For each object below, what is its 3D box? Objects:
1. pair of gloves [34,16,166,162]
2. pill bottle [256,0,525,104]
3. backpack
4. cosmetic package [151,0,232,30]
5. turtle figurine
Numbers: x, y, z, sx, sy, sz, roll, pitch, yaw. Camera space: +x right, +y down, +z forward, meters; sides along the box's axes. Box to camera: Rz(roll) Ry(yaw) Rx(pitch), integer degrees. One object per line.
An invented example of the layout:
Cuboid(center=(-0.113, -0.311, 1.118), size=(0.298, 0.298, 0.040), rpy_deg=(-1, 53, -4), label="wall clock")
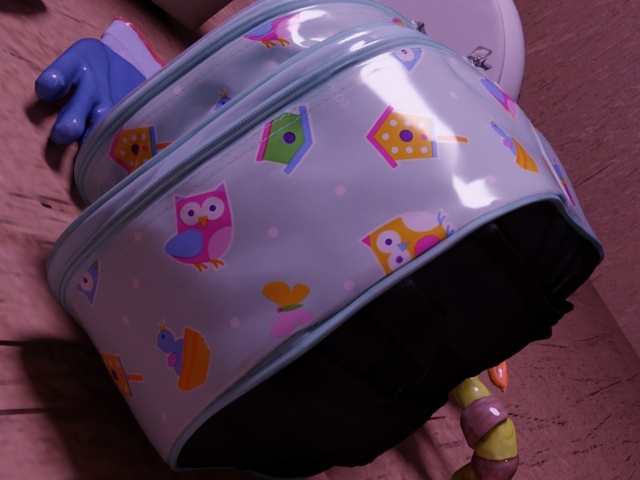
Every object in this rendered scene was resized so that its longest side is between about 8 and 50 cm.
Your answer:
Cuboid(center=(-0.117, -0.092, 0.576), size=(0.198, 0.023, 0.159), rpy_deg=(52, 15, -17), label="pair of gloves")
Cuboid(center=(0.041, -0.110, 0.831), size=(0.162, 0.162, 0.278), rpy_deg=(57, 7, -1), label="pill bottle")
Cuboid(center=(0.000, 0.000, 0.460), size=(0.144, 0.166, 0.188), rpy_deg=(57, 10, 9), label="backpack")
Cuboid(center=(-0.120, -0.251, 0.705), size=(0.153, 0.129, 0.296), rpy_deg=(60, 12, 24), label="cosmetic package")
Cuboid(center=(0.049, 0.050, 0.693), size=(0.269, 0.087, 0.217), rpy_deg=(62, 14, 22), label="turtle figurine")
